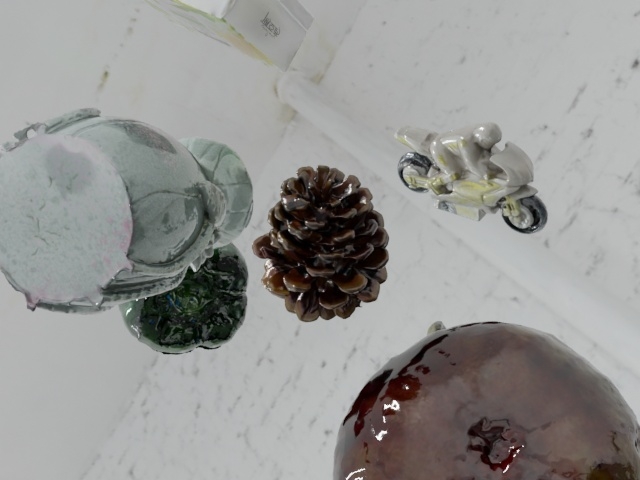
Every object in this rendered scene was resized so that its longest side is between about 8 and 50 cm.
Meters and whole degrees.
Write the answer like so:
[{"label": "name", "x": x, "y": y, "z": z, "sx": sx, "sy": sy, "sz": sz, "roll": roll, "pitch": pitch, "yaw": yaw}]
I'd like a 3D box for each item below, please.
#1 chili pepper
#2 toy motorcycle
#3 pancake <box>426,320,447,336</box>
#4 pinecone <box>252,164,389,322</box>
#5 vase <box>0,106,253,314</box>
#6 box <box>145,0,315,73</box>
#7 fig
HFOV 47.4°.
[{"label": "chili pepper", "x": -0.261, "y": 0.069, "z": 1.379, "sx": 0.234, "sy": 0.256, "sz": 0.248, "roll": 12, "pitch": -65, "yaw": -28}, {"label": "toy motorcycle", "x": 0.295, "y": -0.143, "z": 1.451, "sx": 0.108, "sy": 0.341, "sz": 0.222, "roll": -41, "pitch": -40, "yaw": -36}, {"label": "pancake", "x": 0.251, "y": 0.297, "z": 1.390, "sx": 0.050, "sy": 0.294, "sz": 0.294, "roll": -13, "pitch": -40, "yaw": 19}, {"label": "pinecone", "x": 0.000, "y": -0.003, "z": 0.521, "sx": 0.102, "sy": 0.102, "sz": 0.109, "roll": -22, "pitch": -53, "yaw": -25}, {"label": "vase", "x": -0.236, "y": -0.051, "z": 0.982, "sx": 0.249, "sy": 0.250, "sz": 0.445, "roll": -60, "pitch": -7, "yaw": 12}, {"label": "box", "x": -0.167, "y": -0.378, "z": 1.119, "sx": 0.111, "sy": 0.261, "sz": 0.194, "roll": -63, "pitch": -28, "yaw": 1}, {"label": "fig", "x": 0.129, "y": 0.208, "z": 0.579, "sx": 0.217, "sy": 0.217, "sz": 0.320, "roll": -35, "pitch": -34, "yaw": -14}]
